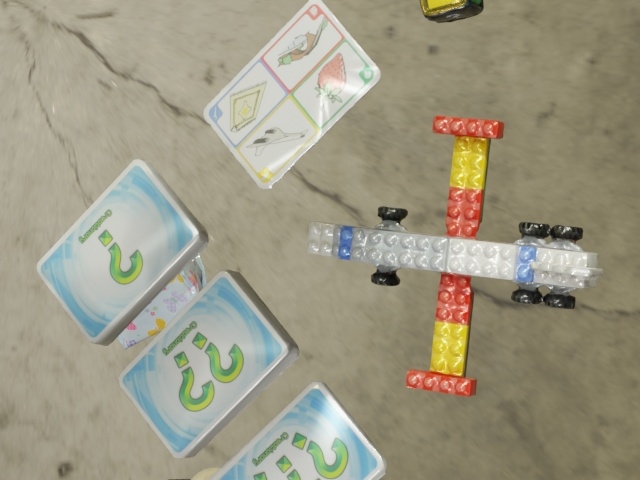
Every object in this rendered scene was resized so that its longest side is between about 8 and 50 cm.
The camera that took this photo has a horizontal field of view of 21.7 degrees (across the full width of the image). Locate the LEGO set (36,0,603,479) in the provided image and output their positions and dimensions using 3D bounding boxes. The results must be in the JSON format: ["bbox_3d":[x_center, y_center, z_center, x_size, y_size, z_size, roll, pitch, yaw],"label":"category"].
[{"bbox_3d":[0.000,0.000,0.700,0.244,0.060,0.182,-44,73,17],"label":"LEGO set"}]

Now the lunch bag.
[{"bbox_3d":[-0.119,0.030,1.198,0.071,0.083,0.053,-26,120,6],"label":"lunch bag"}]

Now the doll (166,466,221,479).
[{"bbox_3d":[-0.092,0.180,1.115,0.129,0.189,0.046,13,75,-16],"label":"doll"}]
